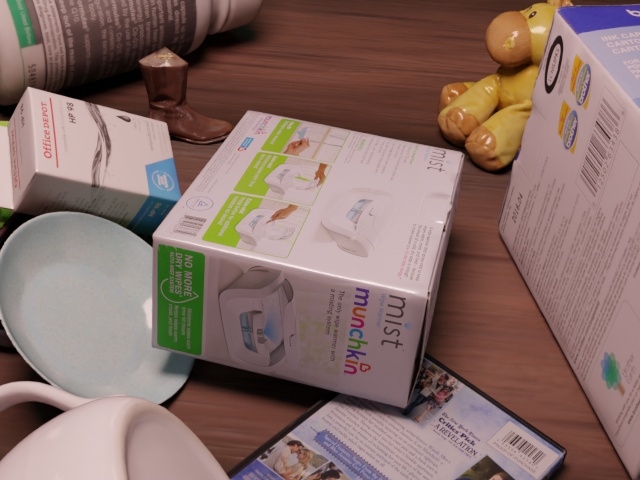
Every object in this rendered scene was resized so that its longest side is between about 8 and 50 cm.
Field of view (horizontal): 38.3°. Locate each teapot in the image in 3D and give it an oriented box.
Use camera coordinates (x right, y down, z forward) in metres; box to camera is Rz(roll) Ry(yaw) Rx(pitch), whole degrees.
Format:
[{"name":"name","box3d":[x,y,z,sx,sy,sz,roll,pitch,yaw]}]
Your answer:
[{"name":"teapot","box3d":[-0.139,0.225,0.542,0.187,0.253,0.256,-30,13,4]}]

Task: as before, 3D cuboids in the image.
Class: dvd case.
[{"name":"dvd case","box3d":[0.052,0.191,0.734,0.180,0.022,0.253,33,48,31]}]

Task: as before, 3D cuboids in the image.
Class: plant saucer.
[{"name":"plant saucer","box3d":[-0.197,0.065,0.799,0.195,0.037,0.195,31,39,-28]}]

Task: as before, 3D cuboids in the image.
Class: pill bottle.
[{"name":"pill bottle","box3d":[-0.265,-0.313,1.157,0.361,0.204,0.204,-23,47,-28]}]

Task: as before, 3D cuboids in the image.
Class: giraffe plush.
[{"name":"giraffe plush","box3d":[0.250,-0.202,1.096,0.210,0.171,0.181,-17,44,-23]}]

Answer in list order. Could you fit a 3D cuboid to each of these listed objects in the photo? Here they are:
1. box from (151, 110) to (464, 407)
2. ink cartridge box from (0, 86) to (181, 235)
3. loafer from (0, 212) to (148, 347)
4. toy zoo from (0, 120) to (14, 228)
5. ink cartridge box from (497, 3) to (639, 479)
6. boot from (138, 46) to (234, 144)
[{"name":"box","box3d":[0.000,0.000,0.848,0.231,0.127,0.262,12,33,7]},{"name":"ink cartridge box","box3d":[-0.227,-0.074,0.855,0.180,0.060,0.104,11,49,-36]},{"name":"loafer","box3d":[-0.236,-0.026,0.906,0.109,0.095,0.303,14,41,11]},{"name":"toy zoo","box3d":[-0.455,-0.062,0.943,0.293,0.030,0.192,-1,42,-18]},{"name":"ink cartridge box","box3d":[0.292,-0.032,0.823,0.151,0.270,0.396,-5,41,-13]},{"name":"boot","box3d":[-0.152,-0.167,1.064,0.106,0.114,0.037,-3,41,-8]}]
